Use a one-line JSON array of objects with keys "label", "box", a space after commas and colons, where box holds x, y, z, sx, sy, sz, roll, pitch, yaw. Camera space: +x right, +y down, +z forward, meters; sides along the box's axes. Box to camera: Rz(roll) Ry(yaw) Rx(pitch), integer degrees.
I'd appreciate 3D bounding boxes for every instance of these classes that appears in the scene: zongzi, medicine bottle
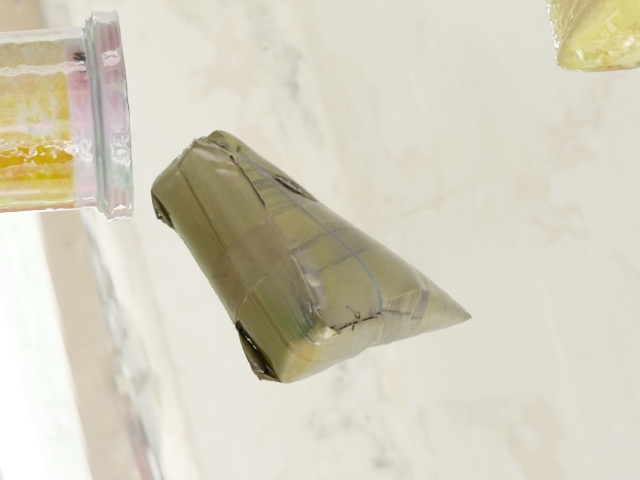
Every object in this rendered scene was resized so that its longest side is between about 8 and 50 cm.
[{"label": "zongzi", "box": [0.000, 0.000, 1.474, 0.123, 0.289, 0.260, -47, -110, 36]}, {"label": "medicine bottle", "box": [-0.307, -0.043, 0.719, 0.108, 0.426, 0.108, 174, -90, -79]}]

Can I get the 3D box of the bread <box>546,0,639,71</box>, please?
[{"label": "bread", "box": [0.198, -0.238, 0.802, 0.264, 0.163, 0.168, 80, 4, -52]}]
